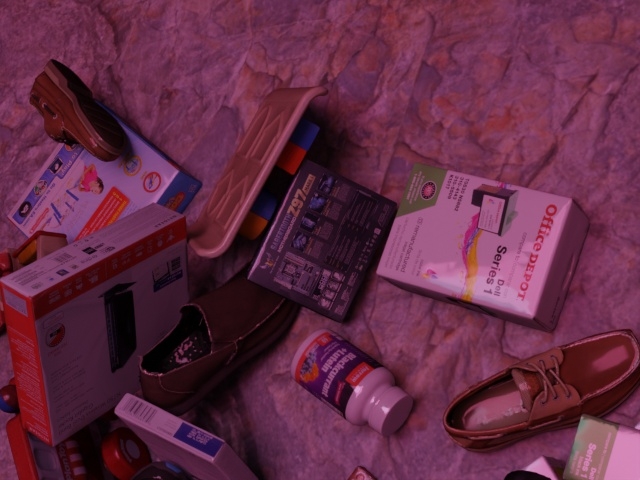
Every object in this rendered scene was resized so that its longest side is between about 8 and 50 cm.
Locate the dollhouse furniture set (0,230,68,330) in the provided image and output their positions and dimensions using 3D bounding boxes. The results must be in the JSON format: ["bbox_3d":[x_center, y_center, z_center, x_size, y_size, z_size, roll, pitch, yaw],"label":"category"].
[{"bbox_3d":[-0.676,0.064,1.996,0.374,0.201,0.152,-36,61,35],"label":"dollhouse furniture set"}]

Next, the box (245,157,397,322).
[{"bbox_3d":[0.000,0.000,1.751,0.183,0.059,0.232,25,86,-9],"label":"box"}]

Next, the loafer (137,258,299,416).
[{"bbox_3d":[-0.169,0.148,1.764,0.134,0.130,0.366,31,69,31],"label":"loafer"}]

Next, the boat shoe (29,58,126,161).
[{"bbox_3d":[-0.480,-0.232,2.006,0.104,0.111,0.307,-49,49,11],"label":"boat shoe"}]

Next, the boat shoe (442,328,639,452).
[{"bbox_3d":[0.330,0.231,1.530,0.324,0.120,0.122,-30,63,16],"label":"boat shoe"}]

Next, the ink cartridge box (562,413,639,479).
[{"bbox_3d":[0.440,0.300,1.289,0.220,0.160,0.092,15,82,31],"label":"ink cartridge box"}]

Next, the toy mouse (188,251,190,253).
[{"bbox_3d":[-0.305,0.063,1.920,0.143,0.161,0.031,-24,82,-16],"label":"toy mouse"}]

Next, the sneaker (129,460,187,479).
[{"bbox_3d":[-0.337,0.539,1.753,0.125,0.139,0.340,31,96,0],"label":"sneaker"}]

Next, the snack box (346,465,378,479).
[{"bbox_3d":[0.108,0.443,1.636,0.178,0.022,0.064,38,95,30],"label":"snack box"}]

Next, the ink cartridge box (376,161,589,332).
[{"bbox_3d":[0.260,0.008,1.636,0.278,0.117,0.201,16,82,30],"label":"ink cartridge box"}]

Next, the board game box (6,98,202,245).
[{"bbox_3d":[-0.437,-0.080,2.041,0.302,0.086,0.308,39,94,30],"label":"board game box"}]

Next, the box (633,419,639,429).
[{"bbox_3d":[0.486,0.355,1.412,0.181,0.119,0.182,42,95,31],"label":"box"}]

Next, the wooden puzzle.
[{"bbox_3d":[-0.111,-0.120,1.814,0.347,0.081,0.322,-56,17,-1],"label":"wooden puzzle"}]

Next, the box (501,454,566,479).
[{"bbox_3d":[0.346,0.425,1.465,0.103,0.114,0.203,-37,62,14],"label":"box"}]

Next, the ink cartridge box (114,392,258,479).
[{"bbox_3d":[-0.215,0.362,1.729,0.223,0.224,0.045,19,62,30],"label":"ink cartridge box"}]

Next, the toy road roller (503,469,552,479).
[{"bbox_3d":[0.295,0.467,1.306,0.330,0.240,0.202,32,57,4],"label":"toy road roller"}]

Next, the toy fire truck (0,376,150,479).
[{"bbox_3d":[-0.461,0.345,1.825,0.169,0.254,0.302,-31,63,16],"label":"toy fire truck"}]

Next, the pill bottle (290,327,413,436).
[{"bbox_3d":[0.053,0.236,1.678,0.193,0.108,0.108,32,91,31],"label":"pill bottle"}]

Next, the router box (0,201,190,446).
[{"bbox_3d":[-0.365,0.135,1.731,0.082,0.335,0.301,22,127,31],"label":"router box"}]
